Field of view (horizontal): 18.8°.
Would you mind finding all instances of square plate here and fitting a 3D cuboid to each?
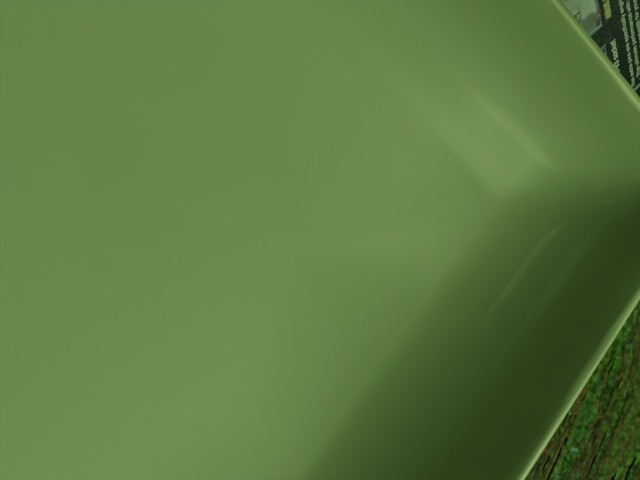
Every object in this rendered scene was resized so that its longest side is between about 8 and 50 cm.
[{"bbox_3d":[-0.067,-0.002,0.591,0.049,0.347,0.344,2,-129,56],"label":"square plate"}]

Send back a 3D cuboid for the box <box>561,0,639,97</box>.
[{"bbox_3d":[0.108,-0.101,0.826,0.242,0.076,0.307,-43,140,-21],"label":"box"}]
